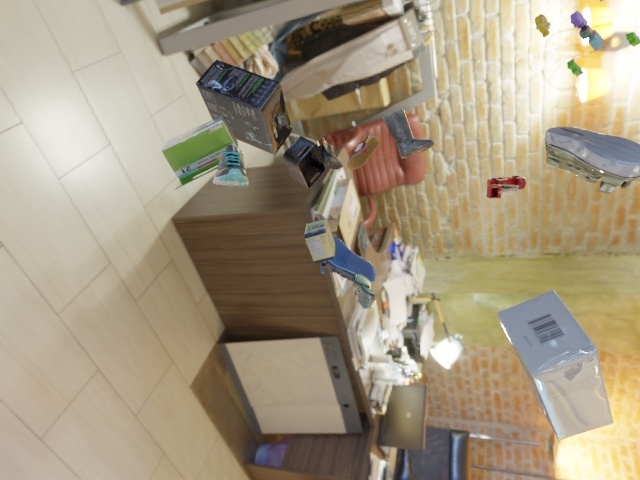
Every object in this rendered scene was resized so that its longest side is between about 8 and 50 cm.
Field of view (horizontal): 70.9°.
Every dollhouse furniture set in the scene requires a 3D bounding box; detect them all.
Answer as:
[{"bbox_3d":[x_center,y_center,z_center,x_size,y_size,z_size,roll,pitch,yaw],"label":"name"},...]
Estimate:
[{"bbox_3d":[-0.022,-0.049,1.980,0.123,0.151,0.144,-9,118,-33],"label":"dollhouse furniture set"},{"bbox_3d":[0.851,-0.205,1.418,0.161,0.182,0.101,79,31,-64],"label":"dollhouse furniture set"}]

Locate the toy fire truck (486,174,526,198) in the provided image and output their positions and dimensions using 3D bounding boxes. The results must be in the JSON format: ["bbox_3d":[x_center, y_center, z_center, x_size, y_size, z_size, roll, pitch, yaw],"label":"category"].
[{"bbox_3d":[0.705,-0.206,1.710,0.135,0.192,0.047,-114,-162,-69],"label":"toy fire truck"}]

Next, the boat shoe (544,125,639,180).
[{"bbox_3d":[0.627,-0.188,1.032,0.302,0.109,0.094,-103,-178,-63],"label":"boat shoe"}]

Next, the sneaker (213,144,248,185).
[{"bbox_3d":[-0.167,-0.139,0.828,0.166,0.065,0.076,-152,-117,-72],"label":"sneaker"}]

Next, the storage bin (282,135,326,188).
[{"bbox_3d":[-0.061,-0.308,1.784,0.122,0.084,0.180,-50,151,-12],"label":"storage bin"}]

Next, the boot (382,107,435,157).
[{"bbox_3d":[0.396,-0.488,2.008,0.076,0.190,0.208,126,-55,-74],"label":"boot"}]

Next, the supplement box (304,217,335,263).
[{"bbox_3d":[0.000,0.000,1.157,0.083,0.056,0.083,-84,157,-65],"label":"supplement box"}]

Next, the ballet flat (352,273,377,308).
[{"bbox_3d":[0.140,0.174,1.531,0.213,0.072,0.068,-109,-136,-76],"label":"ballet flat"}]

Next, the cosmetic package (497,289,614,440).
[{"bbox_3d":[0.594,0.322,1.129,0.365,0.155,0.196,56,14,-35],"label":"cosmetic package"}]

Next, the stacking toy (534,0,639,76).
[{"bbox_3d":[0.701,-0.551,1.181,0.221,0.167,0.052,34,62,-23],"label":"stacking toy"}]

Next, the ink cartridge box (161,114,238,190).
[{"bbox_3d":[-0.325,-0.245,1.218,0.097,0.189,0.255,64,-1,-24],"label":"ink cartridge box"}]

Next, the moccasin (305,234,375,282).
[{"bbox_3d":[0.064,0.090,1.722,0.342,0.117,0.137,38,49,-25],"label":"moccasin"}]

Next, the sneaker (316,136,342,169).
[{"bbox_3d":[0.037,-0.340,1.772,0.170,0.051,0.089,10,69,-63],"label":"sneaker"}]

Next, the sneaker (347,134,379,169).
[{"bbox_3d":[0.185,-0.394,2.015,0.069,0.185,0.084,43,5,-23],"label":"sneaker"}]

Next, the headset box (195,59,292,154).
[{"bbox_3d":[-0.248,-0.454,1.559,0.131,0.283,0.246,-58,161,-19],"label":"headset box"}]
